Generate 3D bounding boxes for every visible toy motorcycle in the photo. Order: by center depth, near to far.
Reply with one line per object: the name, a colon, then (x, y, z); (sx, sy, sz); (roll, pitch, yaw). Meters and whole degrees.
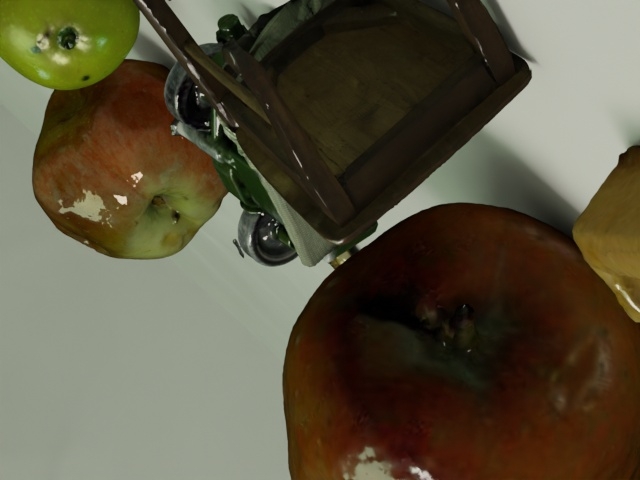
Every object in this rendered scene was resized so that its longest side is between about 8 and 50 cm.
toy motorcycle: (-0.023, -0.071, 1.555); (0.205, 0.127, 0.275); (35, 160, 44)

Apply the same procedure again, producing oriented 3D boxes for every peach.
peach: (-0.213, -0.094, 2.024); (0.235, 0.214, 0.214); (46, 175, 42)

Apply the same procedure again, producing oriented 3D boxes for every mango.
mango: (-0.273, -0.253, 1.784); (0.175, 0.143, 0.293); (45, -176, -46)

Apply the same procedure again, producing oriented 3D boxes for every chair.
chair: (0.023, -0.081, 1.146); (0.186, 0.160, 0.319); (38, 167, 45)

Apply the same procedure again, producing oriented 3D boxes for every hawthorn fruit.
hawthorn fruit: (0.106, 0.100, 1.322); (0.268, 0.268, 0.301); (41, 157, 20)

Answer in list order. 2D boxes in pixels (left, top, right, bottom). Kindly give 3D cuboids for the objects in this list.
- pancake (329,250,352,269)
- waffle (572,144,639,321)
pancake: (0.000, 0.000, 2.065); (0.158, 0.028, 0.158); (45, 174, 6)
waffle: (0.283, 0.081, 0.945); (0.304, 0.077, 0.348); (51, 168, -12)
